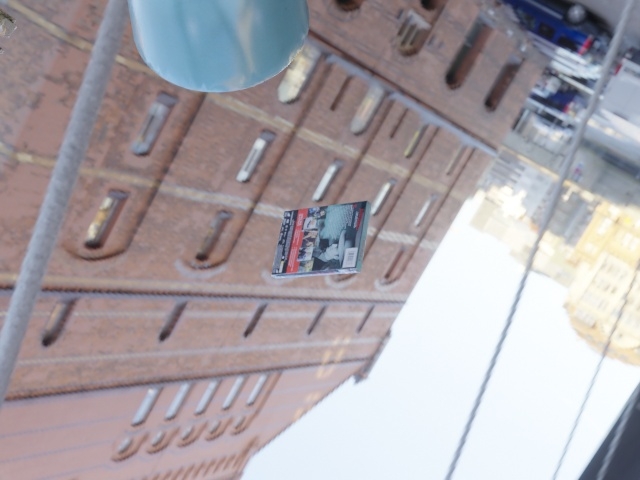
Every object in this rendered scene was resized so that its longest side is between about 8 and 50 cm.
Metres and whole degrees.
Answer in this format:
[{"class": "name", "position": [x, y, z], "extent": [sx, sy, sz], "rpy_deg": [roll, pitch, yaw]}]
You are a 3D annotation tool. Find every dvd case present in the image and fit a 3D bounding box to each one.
[{"class": "dvd case", "position": [0.000, 0.000, 0.960], "extent": [0.119, 0.087, 0.013], "rpy_deg": [-7, 152, 35]}]

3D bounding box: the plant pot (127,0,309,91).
[{"class": "plant pot", "position": [-0.167, -0.415, 1.265], "extent": [0.293, 0.293, 0.235], "rpy_deg": [32, 158, 17]}]

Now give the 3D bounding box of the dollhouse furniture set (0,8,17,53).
[{"class": "dollhouse furniture set", "position": [-0.490, -0.375, 1.186], "extent": [0.101, 0.182, 0.161], "rpy_deg": [43, -178, 29]}]
